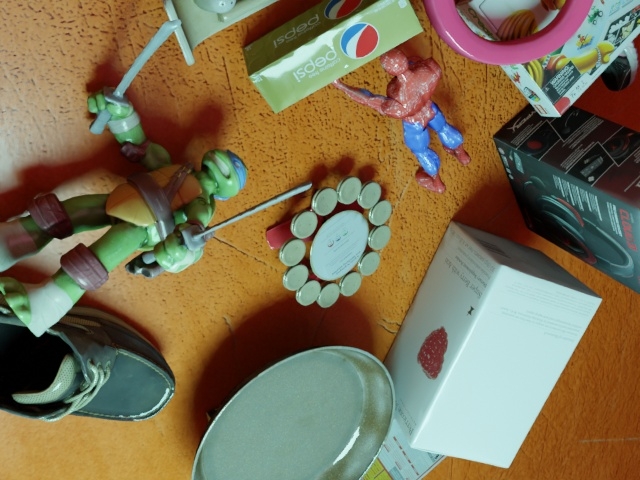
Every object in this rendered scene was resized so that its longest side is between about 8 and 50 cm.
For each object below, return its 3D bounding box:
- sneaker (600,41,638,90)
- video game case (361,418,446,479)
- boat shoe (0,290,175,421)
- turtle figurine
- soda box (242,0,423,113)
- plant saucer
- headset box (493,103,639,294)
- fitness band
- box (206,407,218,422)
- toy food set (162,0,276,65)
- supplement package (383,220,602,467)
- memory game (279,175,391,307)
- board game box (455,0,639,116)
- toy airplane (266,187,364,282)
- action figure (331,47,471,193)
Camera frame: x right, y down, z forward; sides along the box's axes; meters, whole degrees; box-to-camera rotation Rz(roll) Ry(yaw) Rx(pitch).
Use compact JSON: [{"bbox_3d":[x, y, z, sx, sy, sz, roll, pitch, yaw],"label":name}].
[{"bbox_3d":[0.383,-0.281,1.070,0.077,0.072,0.178,-37,120,-4],"label":"sneaker"},{"bbox_3d":[0.084,0.399,1.285,0.285,0.025,0.204,-38,132,-11],"label":"video game case"},{"bbox_3d":[-0.293,0.135,0.791,0.355,0.130,0.132,30,97,-42],"label":"boat shoe"},{"bbox_3d":[-0.192,-0.050,0.709,0.266,0.275,0.197,-32,95,-16],"label":"turtle figurine"},{"bbox_3d":[0.010,-0.211,0.800,0.181,0.061,0.058,-28,133,13],"label":"soda box"},{"bbox_3d":[-0.037,0.265,1.025,0.311,0.050,0.310,-16,123,-26],"label":"plant saucer"},{"bbox_3d":[0.404,-0.054,1.059,0.110,0.293,0.218,-42,133,-8],"label":"headset box"},{"bbox_3d":[0.212,-0.347,0.858,0.209,0.054,0.290,-10,111,-5],"label":"fitness band"},{"bbox_3d":[-0.042,0.242,1.081,0.232,0.058,0.087,-21,125,-24],"label":"box"},{"bbox_3d":[-0.037,-0.331,0.720,0.306,0.092,0.219,-32,131,-16],"label":"toy food set"},{"bbox_3d":[0.233,0.152,1.113,0.175,0.177,0.292,17,106,-21],"label":"supplement package"},{"bbox_3d":[0.023,0.003,0.978,0.186,0.012,0.186,-22,127,-33],"label":"memory game"},{"bbox_3d":[0.340,-0.334,0.965,0.305,0.053,0.193,-47,109,-3],"label":"board game box"},{"bbox_3d":[0.000,0.000,0.986,0.151,0.028,0.151,-18,125,-27],"label":"toy airplane"},{"bbox_3d":[0.095,-0.166,0.926,0.091,0.139,0.280,-50,155,-4],"label":"action figure"}]
